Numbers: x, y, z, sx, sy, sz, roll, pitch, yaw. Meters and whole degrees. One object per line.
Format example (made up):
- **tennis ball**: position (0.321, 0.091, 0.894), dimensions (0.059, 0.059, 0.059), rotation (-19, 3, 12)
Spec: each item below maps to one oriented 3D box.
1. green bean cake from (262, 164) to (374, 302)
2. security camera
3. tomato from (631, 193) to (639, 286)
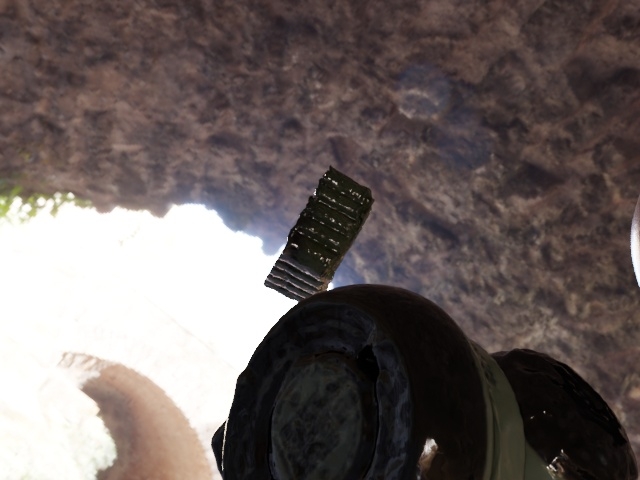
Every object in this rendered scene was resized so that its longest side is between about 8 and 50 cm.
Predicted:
- **green bean cake**: position (0.000, 0.000, 1.150), dimensions (0.094, 0.173, 0.181), rotation (29, -26, 0)
- **security camera**: position (0.093, 0.153, 0.512), dimensions (0.277, 0.191, 0.197), rotation (25, 21, -37)
- **tomato**: position (0.449, 0.000, 0.713), dimensions (0.222, 0.270, 0.270), rotation (-2, 9, -42)
